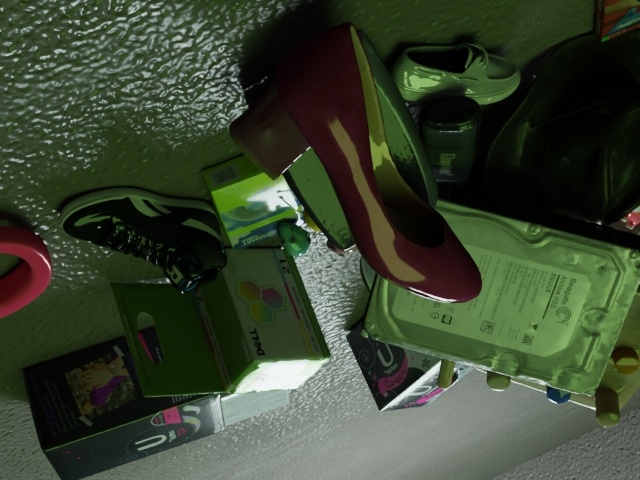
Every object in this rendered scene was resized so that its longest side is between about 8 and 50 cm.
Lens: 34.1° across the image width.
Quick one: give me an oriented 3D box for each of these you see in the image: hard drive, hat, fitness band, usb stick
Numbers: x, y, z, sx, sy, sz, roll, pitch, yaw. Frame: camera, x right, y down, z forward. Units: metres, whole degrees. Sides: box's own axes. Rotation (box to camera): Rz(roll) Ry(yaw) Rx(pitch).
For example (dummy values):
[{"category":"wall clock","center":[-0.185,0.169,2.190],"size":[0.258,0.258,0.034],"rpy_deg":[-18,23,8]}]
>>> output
[{"category":"hard drive","center":[0.035,-0.105,1.242],"size":[0.172,0.054,0.255],"rpy_deg":[-26,127,6]},{"category":"hat","center":[0.389,-0.113,1.410],"size":[0.331,0.134,0.331],"rpy_deg":[-16,129,-21]},{"category":"hard drive","center":[0.243,0.065,1.417],"size":[0.338,0.064,0.237],"rpy_deg":[15,116,1]},{"category":"fitness band","center":[-0.469,0.051,1.243],"size":[0.290,0.054,0.209],"rpy_deg":[-17,154,-10]},{"category":"usb stick","center":[0.167,-0.122,1.354],"size":[0.077,0.045,0.278],"rpy_deg":[-7,167,4]}]

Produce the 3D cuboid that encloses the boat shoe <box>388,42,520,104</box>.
[{"category":"boat shoe","center":[0.169,-0.210,1.261],"size":[0.184,0.066,0.063],"rpy_deg":[0,146,-21]}]

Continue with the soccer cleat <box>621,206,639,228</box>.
[{"category":"soccer cleat","center":[0.487,-0.101,1.689],"size":[0.095,0.083,0.248],"rpy_deg":[-56,144,-2]}]

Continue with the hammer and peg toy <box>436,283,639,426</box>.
[{"category":"hammer and peg toy","center":[0.337,0.131,1.571],"size":[0.361,0.127,0.266],"rpy_deg":[18,131,-5]}]

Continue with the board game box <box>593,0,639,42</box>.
[{"category":"board game box","center":[0.471,-0.348,1.278],"size":[0.281,0.027,0.145],"rpy_deg":[-23,151,0]}]

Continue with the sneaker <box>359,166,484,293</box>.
[{"category":"sneaker","center":[0.303,0.021,1.643],"size":[0.447,0.169,0.257],"rpy_deg":[6,142,-40]}]

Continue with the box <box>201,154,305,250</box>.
[{"category":"box","center":[-0.082,-0.050,1.363],"size":[0.109,0.042,0.178],"rpy_deg":[-21,152,-4]}]

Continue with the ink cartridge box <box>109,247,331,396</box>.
[{"category":"ink cartridge box","center":[-0.137,0.111,1.444],"size":[0.255,0.189,0.097],"rpy_deg":[2,144,-39]}]

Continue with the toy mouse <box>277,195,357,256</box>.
[{"category":"toy mouse","center":[0.000,0.000,1.397],"size":[0.160,0.031,0.143],"rpy_deg":[8,148,-17]}]

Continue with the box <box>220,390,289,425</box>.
[{"category":"box","center":[-0.124,0.252,1.829],"size":[0.126,0.072,0.137],"rpy_deg":[-18,151,-11]}]

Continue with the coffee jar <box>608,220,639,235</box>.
[{"category":"coffee jar","center":[0.584,-0.016,1.889],"size":[0.184,0.079,0.096],"rpy_deg":[11,134,-46]}]

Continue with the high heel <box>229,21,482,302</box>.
[{"category":"high heel","center":[0.092,-0.070,1.158],"size":[0.377,0.127,0.181],"rpy_deg":[34,123,-27]}]

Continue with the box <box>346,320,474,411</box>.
[{"category":"box","center":[0.189,0.169,1.822],"size":[0.142,0.163,0.247],"rpy_deg":[2,143,-42]}]

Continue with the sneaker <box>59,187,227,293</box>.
[{"category":"sneaker","center":[-0.205,0.006,1.281],"size":[0.216,0.121,0.079],"rpy_deg":[1,143,-38]}]

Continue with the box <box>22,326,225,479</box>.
[{"category":"box","center":[-0.298,0.249,1.614],"size":[0.270,0.143,0.165],"rpy_deg":[-17,151,-10]}]
